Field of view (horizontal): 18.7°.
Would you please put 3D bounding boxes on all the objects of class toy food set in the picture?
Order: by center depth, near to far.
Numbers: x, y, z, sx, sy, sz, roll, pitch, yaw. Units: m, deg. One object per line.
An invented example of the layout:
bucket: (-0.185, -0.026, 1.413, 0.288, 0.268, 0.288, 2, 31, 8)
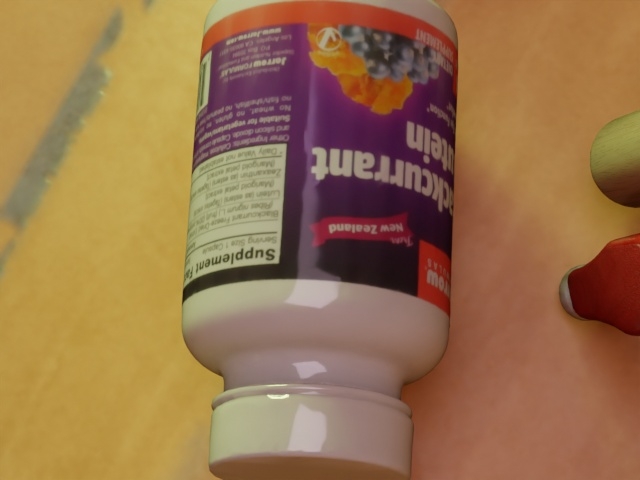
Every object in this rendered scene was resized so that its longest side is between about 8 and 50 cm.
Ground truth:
toy food set: (0.167, 0.020, 0.791, 0.111, 0.104, 0.232, -16, 90, -16)

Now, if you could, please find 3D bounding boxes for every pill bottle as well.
pill bottle: (0.000, 0.000, 0.783, 0.108, 0.108, 0.193, 2, 73, 4)
